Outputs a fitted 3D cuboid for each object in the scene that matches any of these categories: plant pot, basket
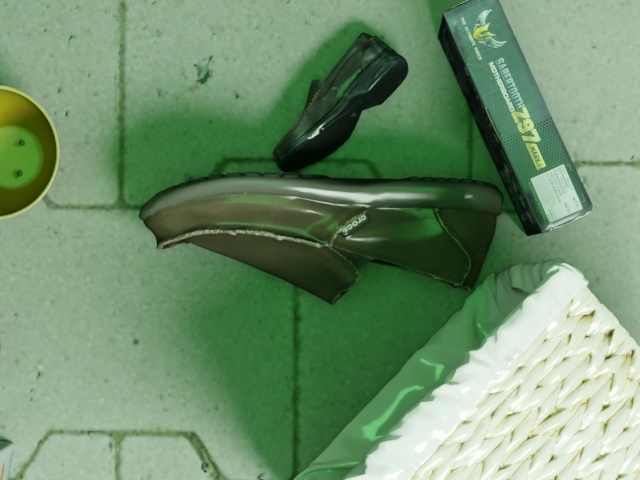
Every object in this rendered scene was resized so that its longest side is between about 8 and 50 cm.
[{"bbox_3d":[-0.324,-0.087,1.726,0.134,0.095,0.134,0,90,1],"label":"plant pot"},{"bbox_3d":[0.170,0.223,1.579,0.331,0.328,0.266,-44,91,-6],"label":"basket"}]

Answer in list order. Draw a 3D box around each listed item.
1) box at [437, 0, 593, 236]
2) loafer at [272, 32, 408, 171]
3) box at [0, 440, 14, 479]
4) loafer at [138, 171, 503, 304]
[{"bbox_3d":[0.187,-0.119,1.664,0.059,0.183,0.233,-24,88,1],"label":"box"},{"bbox_3d":[0.011,-0.140,1.739,0.170,0.062,0.061,-42,66,-2],"label":"loafer"},{"bbox_3d":[-0.373,0.267,1.686,0.091,0.170,0.130,8,90,1],"label":"box"},{"bbox_3d":[0.000,0.000,1.694,0.365,0.134,0.130,1,89,2],"label":"loafer"}]
